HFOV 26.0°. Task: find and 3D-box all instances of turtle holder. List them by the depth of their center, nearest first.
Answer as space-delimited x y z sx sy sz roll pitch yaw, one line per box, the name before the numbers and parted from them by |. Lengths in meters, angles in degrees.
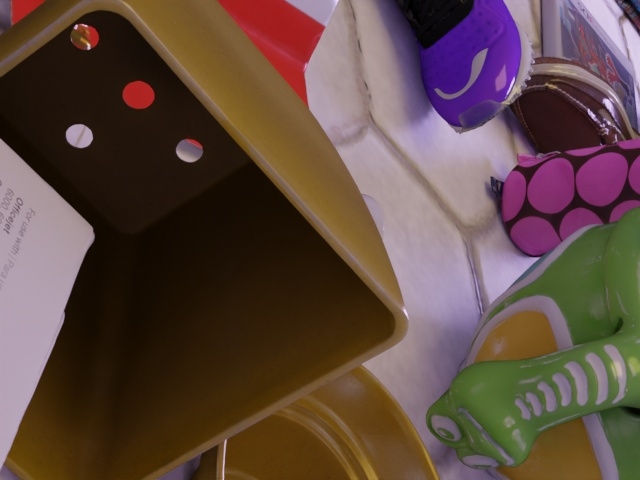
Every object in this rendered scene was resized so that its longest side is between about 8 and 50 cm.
turtle holder | 0.222 0.118 1.038 0.243 0.227 0.320 58 33 -15

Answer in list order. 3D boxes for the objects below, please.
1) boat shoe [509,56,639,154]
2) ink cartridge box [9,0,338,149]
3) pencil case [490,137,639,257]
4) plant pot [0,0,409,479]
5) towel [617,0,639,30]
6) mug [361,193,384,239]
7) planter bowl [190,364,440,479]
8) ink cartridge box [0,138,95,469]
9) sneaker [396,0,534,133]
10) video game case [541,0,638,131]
boat shoe | 0.268 -0.090 1.380 0.257 0.095 0.095 31 52 -44
ink cartridge box | -0.079 -0.246 0.965 0.308 0.091 0.385 26 48 -47
pencil case | 0.259 -0.045 1.221 0.095 0.209 0.098 22 68 -44
plant pot | -0.101 -0.030 0.692 0.212 0.212 0.187 48 24 -27
towel | 0.496 -0.358 1.957 0.271 0.040 0.370 47 38 -27
mug | 0.002 -0.004 0.954 0.064 0.062 0.078 18 48 -41
planter bowl | -0.016 0.173 0.774 0.217 0.090 0.217 36 42 -39
ink cartridge box | -0.232 0.010 0.483 0.232 0.171 0.168 46 37 -28
sneaker | 0.097 -0.227 1.221 0.146 0.102 0.293 32 40 -35
video game case | 0.307 -0.183 1.566 0.183 0.023 0.201 41 39 -34
